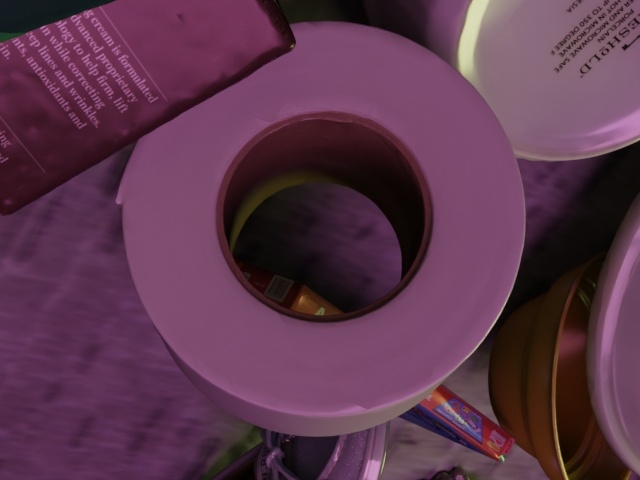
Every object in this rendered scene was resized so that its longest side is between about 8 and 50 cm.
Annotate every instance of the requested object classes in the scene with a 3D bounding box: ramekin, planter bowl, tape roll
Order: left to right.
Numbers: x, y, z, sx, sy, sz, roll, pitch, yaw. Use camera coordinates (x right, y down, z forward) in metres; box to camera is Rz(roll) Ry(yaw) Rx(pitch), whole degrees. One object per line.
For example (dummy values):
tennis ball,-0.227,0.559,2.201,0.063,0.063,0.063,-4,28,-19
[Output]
tape roll,0.000,0.000,0.925,0.246,0.246,0.169,-17,169,-4
planter bowl,0.204,0.117,1.223,0.090,0.217,0.217,1,142,33
ramekin,0.168,-0.176,0.968,0.272,0.127,0.273,-9,131,-11

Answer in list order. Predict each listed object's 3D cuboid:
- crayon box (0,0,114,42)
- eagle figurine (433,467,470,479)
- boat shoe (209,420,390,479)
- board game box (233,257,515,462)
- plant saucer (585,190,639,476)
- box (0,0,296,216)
crayon box,-0.202,-0.213,0.652,0.313,0.363,0.106,-20,133,-1
eagle figurine,0.044,0.382,1.366,0.225,0.226,0.298,25,125,-11
boat shoe,-0.048,0.222,1.222,0.103,0.118,0.320,23,139,-21
board game box,0.026,0.093,1.145,0.281,0.145,0.027,38,79,-38
plant saucer,0.408,0.054,1.182,0.400,0.100,0.401,-13,119,-26
box,-0.151,-0.158,0.835,0.203,0.167,0.168,-29,122,6
